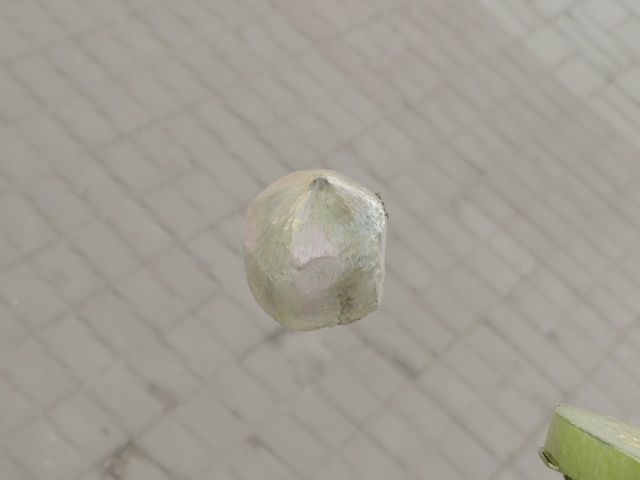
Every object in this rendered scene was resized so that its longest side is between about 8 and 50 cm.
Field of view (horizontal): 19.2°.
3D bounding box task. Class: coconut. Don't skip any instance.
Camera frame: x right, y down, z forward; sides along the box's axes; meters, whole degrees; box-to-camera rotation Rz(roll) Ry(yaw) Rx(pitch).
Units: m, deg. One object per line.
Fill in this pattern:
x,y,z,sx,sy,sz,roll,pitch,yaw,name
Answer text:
0.000,0.000,1.342,0.110,0.124,0.110,2,49,-2,coconut

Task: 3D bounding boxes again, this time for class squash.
0.267,0.174,1.384,0.219,0.041,0.219,19,8,-3,squash
